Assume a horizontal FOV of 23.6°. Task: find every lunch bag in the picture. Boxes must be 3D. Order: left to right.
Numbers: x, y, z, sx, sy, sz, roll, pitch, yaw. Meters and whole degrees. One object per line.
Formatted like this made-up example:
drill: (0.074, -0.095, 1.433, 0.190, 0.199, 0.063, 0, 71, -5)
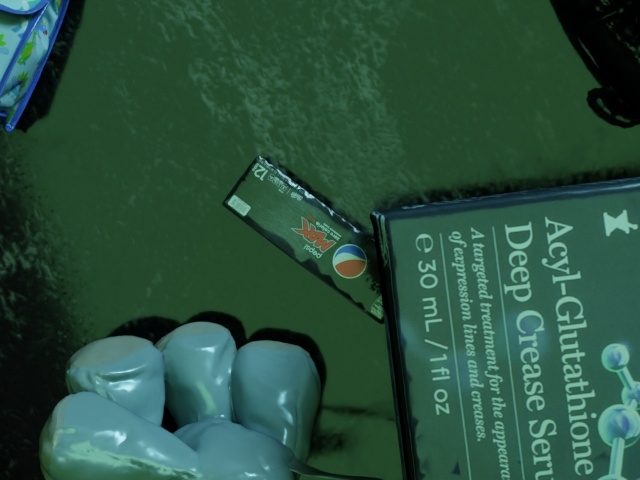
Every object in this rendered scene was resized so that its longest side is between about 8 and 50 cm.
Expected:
lunch bag: (-0.289, -0.187, 1.279, 0.129, 0.096, 0.151, 24, 80, 4)

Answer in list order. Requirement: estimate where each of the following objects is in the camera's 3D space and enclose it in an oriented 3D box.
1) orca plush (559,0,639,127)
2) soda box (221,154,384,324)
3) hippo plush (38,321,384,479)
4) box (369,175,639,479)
orca plush: (0.272, -0.190, 1.239, 0.151, 0.102, 0.287, -26, 91, 4)
soda box: (0.000, 0.000, 1.284, 0.169, 0.060, 0.053, 38, 89, 1)
hippo plush: (-0.091, 0.225, 1.258, 0.294, 0.234, 0.236, 22, 125, 16)
box: (0.249, 0.098, 1.148, 0.395, 0.212, 0.293, -8, 92, 1)
